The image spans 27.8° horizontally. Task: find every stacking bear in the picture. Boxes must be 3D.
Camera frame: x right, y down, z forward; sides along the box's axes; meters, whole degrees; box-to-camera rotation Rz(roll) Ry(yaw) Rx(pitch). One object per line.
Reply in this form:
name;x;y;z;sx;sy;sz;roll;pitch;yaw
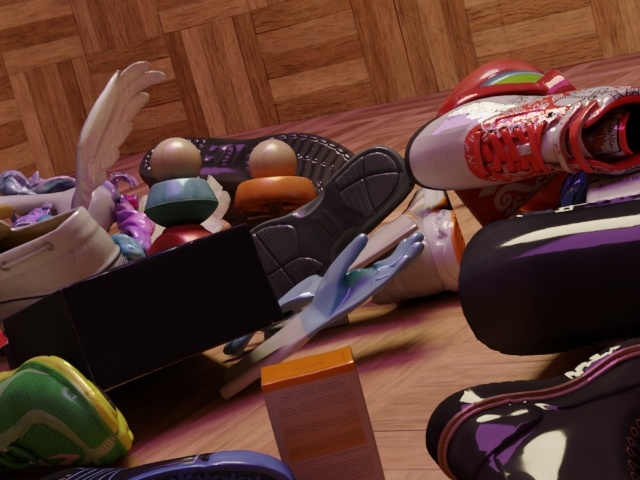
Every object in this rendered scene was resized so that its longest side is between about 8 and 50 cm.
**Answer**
stacking bear;0.260;-0.119;1.613;0.175;0.164;0.289;17;18;-12

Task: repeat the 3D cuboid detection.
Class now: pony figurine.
pony figurine;-0.316;-0.029;1.781;0.363;0.303;0.351;-4;47;34

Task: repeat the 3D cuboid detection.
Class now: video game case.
video game case;-0.016;0.078;1.354;0.087;0.011;0.122;-15;10;1

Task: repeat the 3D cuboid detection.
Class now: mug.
mug;0.212;-0.105;1.405;0.169;0.113;0.150;-38;-28;5

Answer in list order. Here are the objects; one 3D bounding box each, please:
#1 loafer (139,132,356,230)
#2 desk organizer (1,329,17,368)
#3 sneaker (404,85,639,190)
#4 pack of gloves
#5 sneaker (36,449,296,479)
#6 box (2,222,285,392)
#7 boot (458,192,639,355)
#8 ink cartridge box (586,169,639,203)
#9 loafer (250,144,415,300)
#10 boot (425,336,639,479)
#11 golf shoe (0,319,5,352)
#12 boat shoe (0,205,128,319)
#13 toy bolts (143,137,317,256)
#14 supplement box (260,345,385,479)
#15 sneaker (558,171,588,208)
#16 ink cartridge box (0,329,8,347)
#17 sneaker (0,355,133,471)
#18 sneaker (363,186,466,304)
loafer;-0.094;-0.083;1.992;0.366;0.130;0.134;7;45;21
desk organizer;-0.297;0.111;1.484;0.130;0.047;0.050;-10;9;26
sneaker;0.219;-0.102;1.289;0.270;0.090;0.145;-10;8;2
pack of gloves;-0.009;0.042;1.223;0.232;0.046;0.195;-35;11;2
sneaker;-0.124;0.171;0.814;0.232;0.081;0.090;-15;17;5
box;-0.176;0.075;1.216;0.184;0.103;0.261;-23;1;-26
boot;0.289;0.001;0.830;0.445;0.146;0.367;-3;-6;33
ink cartridge box;0.335;-0.034;1.258;0.139;0.082;0.190;-12;9;15
loafer;0.000;0.000;1.450;0.267;0.096;0.084;-37;-19;14
boot;0.177;0.125;0.728;0.198;0.077;0.137;-16;25;-15
golf shoe;-0.345;0.107;1.574;0.176;0.069;0.086;-17;26;21
boat shoe;-0.403;0.014;1.539;0.367;0.156;0.136;-7;31;36
toy bolts;-0.138;-0.038;1.574;0.218;0.158;0.228;-12;-9;36
supplement box;0.003;0.124;0.834;0.062;0.098;0.036;-14;14;0
sneaker;0.350;-0.062;1.408;0.221;0.083;0.087;-25;26;-22
ink cartridge box;-0.413;0.131;1.327;0.181;0.056;0.224;-45;16;-10
sneaker;-0.277;0.167;1.077;0.295;0.109;0.123;-3;42;34
sneaker;0.091;0.002;1.387;0.121;0.099;0.262;-18;9;6
